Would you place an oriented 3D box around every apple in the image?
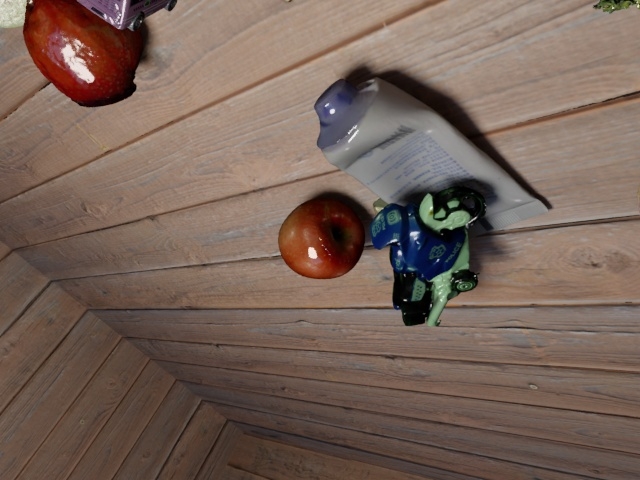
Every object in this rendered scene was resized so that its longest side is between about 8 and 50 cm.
[{"bbox_3d":[0.000,0.000,1.062,0.181,0.180,0.168,41,142,-17],"label":"apple"}]

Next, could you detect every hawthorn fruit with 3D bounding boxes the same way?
[{"bbox_3d":[-0.438,-0.363,0.892,0.190,0.189,0.251,-6,142,40],"label":"hawthorn fruit"}]

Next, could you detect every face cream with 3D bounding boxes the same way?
[{"bbox_3d":[0.166,-0.122,0.860,0.420,0.137,0.235,34,144,-23],"label":"face cream"}]

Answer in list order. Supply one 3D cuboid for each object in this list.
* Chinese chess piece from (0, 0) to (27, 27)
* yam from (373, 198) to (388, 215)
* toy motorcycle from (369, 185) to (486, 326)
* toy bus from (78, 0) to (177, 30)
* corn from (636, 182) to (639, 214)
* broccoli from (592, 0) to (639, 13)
[{"bbox_3d":[-0.571,-0.471,0.868,0.189,0.083,0.188,-15,139,-14],"label":"Chinese chess piece"},{"bbox_3d":[0.181,0.016,1.066,0.061,0.061,0.274,0,136,35],"label":"yam"},{"bbox_3d":[0.190,0.029,0.924,0.197,0.125,0.331,-4,139,1],"label":"toy motorcycle"},{"bbox_3d":[-0.274,-0.395,0.750,0.087,0.178,0.098,32,134,-6],"label":"toy bus"},{"bbox_3d":[0.477,-0.137,0.599,0.127,0.126,0.335,10,144,25],"label":"corn"},{"bbox_3d":[0.346,-0.287,0.521,0.097,0.092,0.095,23,137,41],"label":"broccoli"}]
